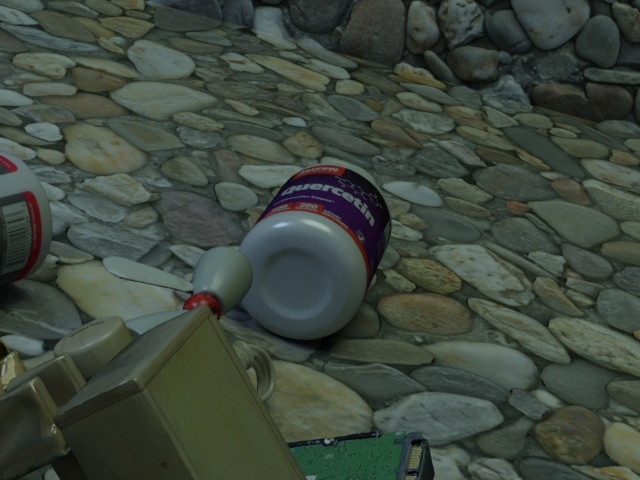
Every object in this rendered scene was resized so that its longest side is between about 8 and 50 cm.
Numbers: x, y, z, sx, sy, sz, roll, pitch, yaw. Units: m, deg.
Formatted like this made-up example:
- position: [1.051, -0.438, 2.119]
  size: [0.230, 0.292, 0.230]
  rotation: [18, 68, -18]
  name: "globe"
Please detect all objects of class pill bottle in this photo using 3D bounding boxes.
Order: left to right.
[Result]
- position: [-0.493, -0.001, 1.606]
  size: [0.176, 0.176, 0.318]
  rotation: [27, 26, 26]
  name: "pill bottle"
- position: [0.000, 0.000, 1.891]
  size: [0.181, 0.182, 0.323]
  rotation: [17, 24, 5]
  name: "pill bottle"

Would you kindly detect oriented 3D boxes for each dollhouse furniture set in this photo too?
- position: [-0.206, 0.257, 0.993]
  size: [0.394, 0.257, 0.362]
  rotation: [-26, 8, 19]
  name: "dollhouse furniture set"

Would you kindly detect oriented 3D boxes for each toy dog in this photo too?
- position: [-0.208, 0.125, 1.528]
  size: [0.161, 0.220, 0.333]
  rotation: [-9, 3, 30]
  name: "toy dog"

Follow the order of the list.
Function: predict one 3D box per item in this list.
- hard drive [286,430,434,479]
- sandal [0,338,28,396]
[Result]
- position: [-0.073, 0.271, 1.221]
  size: [0.338, 0.064, 0.237]
  rotation: [-10, 19, 13]
  name: "hard drive"
- position: [-0.354, 0.171, 1.467]
  size: [0.079, 0.088, 0.240]
  rotation: [38, 16, -35]
  name: "sandal"
